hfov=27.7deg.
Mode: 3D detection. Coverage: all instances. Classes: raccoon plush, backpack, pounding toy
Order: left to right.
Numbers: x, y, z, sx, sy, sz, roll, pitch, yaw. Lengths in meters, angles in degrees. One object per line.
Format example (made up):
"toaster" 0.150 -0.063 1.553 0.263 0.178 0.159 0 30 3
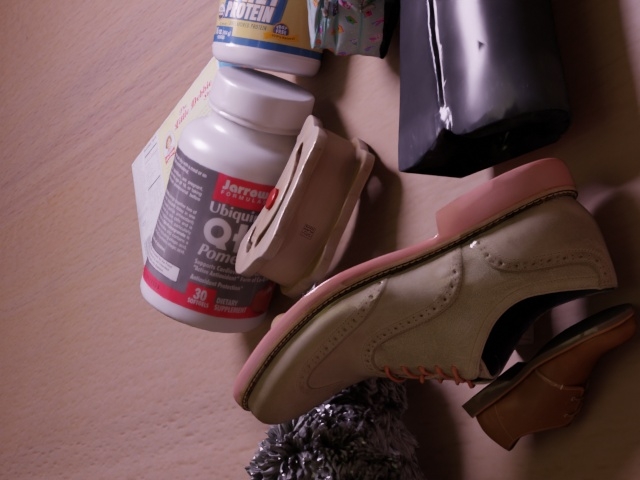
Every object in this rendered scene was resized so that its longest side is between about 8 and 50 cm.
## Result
"pounding toy" 0.000 0.000 1.560 0.270 0.155 0.154 -66 14 -6
"backpack" 0.041 -0.294 1.492 0.182 0.115 0.152 96 -177 -58
"raccoon plush" 0.100 0.239 1.346 0.446 0.216 0.299 22 89 28

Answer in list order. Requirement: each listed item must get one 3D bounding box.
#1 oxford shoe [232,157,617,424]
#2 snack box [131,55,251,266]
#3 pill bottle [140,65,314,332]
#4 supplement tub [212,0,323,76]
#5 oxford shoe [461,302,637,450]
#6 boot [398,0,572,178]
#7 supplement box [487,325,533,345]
"oxford shoe" 0.088 0.085 1.212 0.397 0.140 0.146 -36 70 22
"snack box" -0.187 -0.112 1.936 0.322 0.060 0.187 -43 49 48
"pill bottle" -0.114 -0.055 1.686 0.176 0.176 0.319 44 122 53
"supplement tub" -0.056 -0.319 1.670 0.144 0.144 0.200 18 101 59
"oxford shoe" 0.226 0.128 1.203 0.076 0.076 0.212 53 133 9
"boot" 0.182 -0.316 1.253 0.367 0.146 0.445 139 136 -64
"supplement box" 0.176 0.054 1.286 0.036 0.062 0.098 -15 71 57
